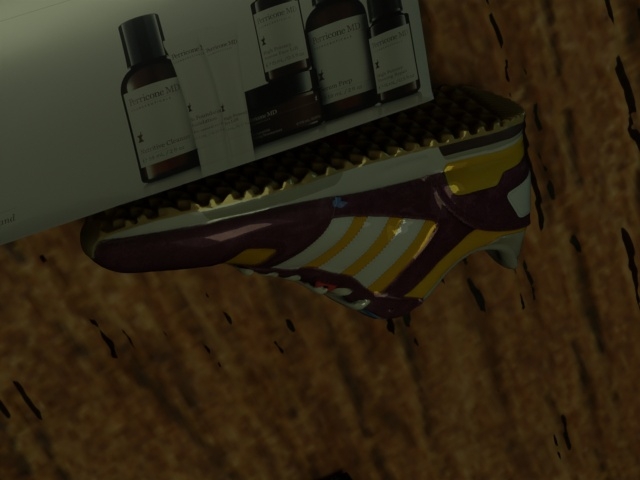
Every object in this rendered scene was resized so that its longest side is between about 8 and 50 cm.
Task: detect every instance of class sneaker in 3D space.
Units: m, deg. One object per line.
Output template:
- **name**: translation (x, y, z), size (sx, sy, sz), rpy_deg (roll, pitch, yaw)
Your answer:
- **sneaker**: translation (0.000, 0.000, 0.712), size (0.185, 0.069, 0.084), rpy_deg (-14, 115, -15)

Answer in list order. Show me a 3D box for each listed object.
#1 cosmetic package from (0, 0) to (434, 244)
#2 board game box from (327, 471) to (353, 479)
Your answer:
- **cosmetic package**: translation (-0.083, -0.065, 0.650), size (0.239, 0.060, 0.099), rpy_deg (-20, 121, -13)
- **board game box**: translation (-0.021, 0.206, 0.835), size (0.126, 0.026, 0.186), rpy_deg (-21, 122, -11)
